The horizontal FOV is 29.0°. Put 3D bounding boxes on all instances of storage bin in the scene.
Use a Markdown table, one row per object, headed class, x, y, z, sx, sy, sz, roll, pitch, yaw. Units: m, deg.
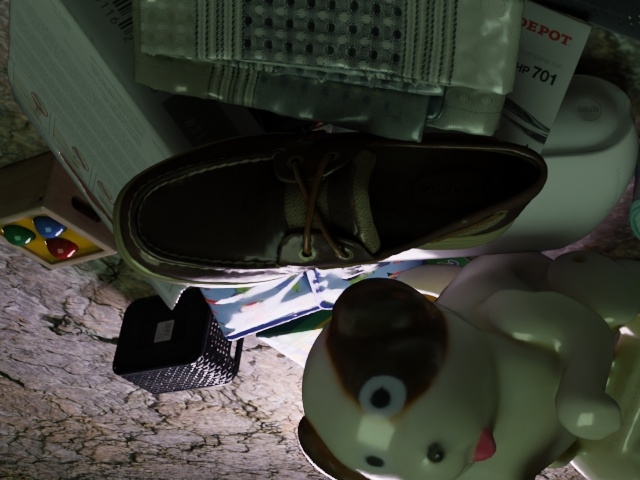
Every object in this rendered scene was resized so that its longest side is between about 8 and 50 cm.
| class | x | y | z | sx | sy | sz | roll | pitch | yaw |
| --- | --- | --- | --- | --- | --- | --- | --- | --- | --- |
| storage bin | -0.206 | 0.148 | 1.814 | 0.180 | 0.122 | 0.084 | -13 | 145 | 35 |

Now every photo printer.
| class | x | y | z | sx | sy | sz | roll | pitch | yaw |
| --- | --- | --- | --- | --- | --- | --- | --- | --- | --- |
| photo printer | 0.163 | -0.068 | 1.264 | 0.307 | 0.107 | 0.256 | -4 | 157 | -2 |

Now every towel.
| class | x | y | z | sx | sy | sz | roll | pitch | yaw |
| --- | --- | --- | --- | --- | --- | --- | --- | --- | --- |
| towel | -0.002 | -0.232 | 0.891 | 0.312 | 0.056 | 0.324 | 9 | 120 | 14 |

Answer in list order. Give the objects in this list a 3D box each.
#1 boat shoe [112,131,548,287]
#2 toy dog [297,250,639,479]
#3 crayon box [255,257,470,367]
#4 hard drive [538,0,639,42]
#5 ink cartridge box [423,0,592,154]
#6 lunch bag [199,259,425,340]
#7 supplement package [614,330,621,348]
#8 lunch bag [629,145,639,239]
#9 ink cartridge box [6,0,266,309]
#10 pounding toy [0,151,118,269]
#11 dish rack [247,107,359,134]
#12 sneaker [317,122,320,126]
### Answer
| class | x | y | z | sx | sy | sz | roll | pitch | yaw |
| --- | --- | --- | --- | --- | --- | --- | --- | --- | --- |
| boat shoe | 0.013 | -0.034 | 0.962 | 0.342 | 0.123 | 0.123 | -3 | 174 | -14 |
| toy dog | 0.167 | 0.129 | 1.316 | 0.408 | 0.395 | 0.285 | -10 | 135 | -43 |
| crayon box | 0.099 | 0.119 | 1.712 | 0.323 | 0.083 | 0.203 | -13 | 146 | 34 |
| hard drive | 0.294 | -0.232 | 1.021 | 0.254 | 0.054 | 0.172 | 17 | 151 | -16 |
| ink cartridge box | 0.135 | -0.125 | 1.094 | 0.139 | 0.191 | 0.082 | 21 | -173 | -3 |
| lunch bag | 0.000 | 0.000 | 1.504 | 0.293 | 0.138 | 0.221 | -9 | 151 | 5 |
| supplement package | 0.408 | 0.141 | 1.600 | 0.244 | 0.139 | 0.134 | 12 | 151 | -5 |
| lunch bag | 0.463 | -0.020 | 1.314 | 0.224 | 0.108 | 0.279 | -13 | 146 | 35 |
| ink cartridge box | -0.181 | -0.106 | 1.205 | 0.308 | 0.091 | 0.385 | 53 | 161 | 3 |
| pounding toy | -0.286 | -0.026 | 1.539 | 0.206 | 0.094 | 0.181 | -13 | 145 | 36 |
| dish rack | -0.001 | -0.184 | 1.051 | 0.074 | 0.208 | 0.271 | -15 | 164 | -30 |
| sneaker | -0.065 | -0.102 | 1.275 | 0.270 | 0.145 | 0.090 | -9 | 148 | 30 |
